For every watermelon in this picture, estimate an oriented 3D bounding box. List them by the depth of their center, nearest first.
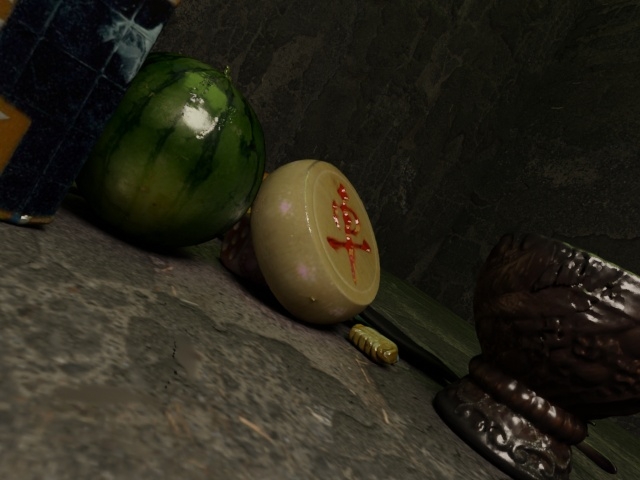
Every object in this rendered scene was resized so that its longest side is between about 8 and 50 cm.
[{"bbox_3d":[-0.190,-0.113,0.598,0.242,0.243,0.242,30,4,-2],"label":"watermelon"}]

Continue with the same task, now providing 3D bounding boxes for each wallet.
[{"bbox_3d":[0.137,0.172,0.834,0.244,0.025,0.124,38,0,-6],"label":"wallet"}]

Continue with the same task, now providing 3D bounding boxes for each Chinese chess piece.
[{"bbox_3d":[0.000,0.000,0.703,0.251,0.097,0.251,43,37,-44],"label":"Chinese chess piece"}]

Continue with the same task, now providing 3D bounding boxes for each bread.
[{"bbox_3d":[0.077,0.157,0.701,0.049,0.034,0.088,6,16,-46],"label":"bread"}]

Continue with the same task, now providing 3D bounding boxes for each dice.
[{"bbox_3d":[-0.100,0.016,0.752,0.093,0.091,0.094,28,5,-31],"label":"dice"}]

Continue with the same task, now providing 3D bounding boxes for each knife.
[{"bbox_3d":[0.088,0.164,0.866,0.044,0.019,0.313,29,2,-9],"label":"knife"}]

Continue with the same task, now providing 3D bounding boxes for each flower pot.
[{"bbox_3d":[0.300,0.160,0.612,0.266,0.267,0.266,29,4,-2],"label":"flower pot"}]

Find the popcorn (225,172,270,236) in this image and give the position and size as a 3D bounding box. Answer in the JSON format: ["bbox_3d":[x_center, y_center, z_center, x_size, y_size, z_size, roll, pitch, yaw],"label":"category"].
[{"bbox_3d":[-0.119,-0.048,0.949,0.179,0.180,0.170,30,39,-9],"label":"popcorn"}]

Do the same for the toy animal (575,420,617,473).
[{"bbox_3d":[0.447,0.325,0.900,0.195,0.091,0.324,32,2,24],"label":"toy animal"}]

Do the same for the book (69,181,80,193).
[{"bbox_3d":[-0.414,-0.145,0.613,0.170,0.018,0.241,55,13,23],"label":"book"}]

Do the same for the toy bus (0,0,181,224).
[{"bbox_3d":[-0.273,-0.192,0.415,0.161,0.324,0.194,32,2,35],"label":"toy bus"}]
